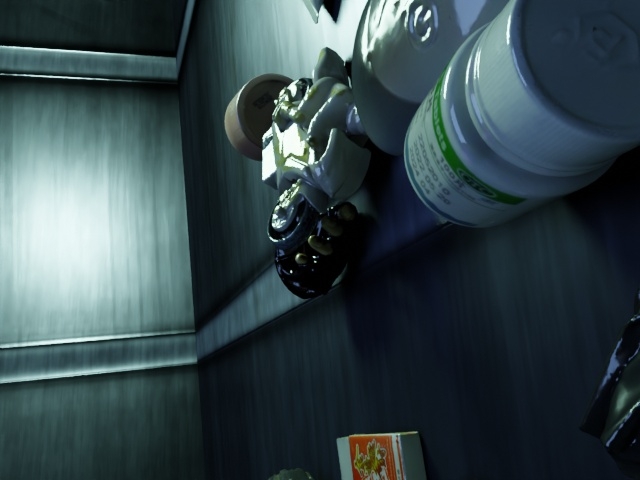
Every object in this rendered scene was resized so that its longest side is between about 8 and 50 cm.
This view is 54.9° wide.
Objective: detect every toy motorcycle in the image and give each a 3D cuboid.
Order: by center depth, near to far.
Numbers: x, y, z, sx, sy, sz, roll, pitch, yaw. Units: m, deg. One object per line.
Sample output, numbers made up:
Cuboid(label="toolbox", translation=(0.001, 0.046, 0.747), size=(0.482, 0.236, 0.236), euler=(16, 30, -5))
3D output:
Cuboid(label="toy motorcycle", translation=(-0.001, -0.156, 0.916), size=(0.223, 0.108, 0.340), euler=(-35, 42, 34))

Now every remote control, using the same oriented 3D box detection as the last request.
Cuboid(label="remote control", translation=(0.115, -0.227, 0.652), size=(0.332, 0.104, 0.221), euler=(128, 139, -63))

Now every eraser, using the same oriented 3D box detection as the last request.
Cuboid(label="eraser", translation=(0.087, 0.357, 0.879), size=(0.230, 0.038, 0.157), euler=(138, 127, -64))

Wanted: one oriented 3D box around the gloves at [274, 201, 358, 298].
Cuboid(label="gloves", translation=(0.000, 0.000, 0.975), size=(0.203, 0.124, 0.164), euler=(-28, 75, 49))

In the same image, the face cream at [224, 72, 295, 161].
Cuboid(label="face cream", translation=(-0.099, -0.230, 1.169), size=(0.104, 0.149, 0.149), euler=(174, 94, -69))

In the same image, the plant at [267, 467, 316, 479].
Cuboid(label="plant", translation=(-0.036, 0.527, 1.088), size=(0.256, 0.142, 0.164), euler=(-126, 40, -63))

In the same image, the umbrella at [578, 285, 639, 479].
Cuboid(label="umbrella", translation=(0.240, -0.011, 0.360), size=(0.118, 0.118, 0.339), euler=(-163, 81, -69))

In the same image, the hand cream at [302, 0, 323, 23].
Cuboid(label="hand cream", translation=(-0.007, -0.519, 0.989), size=(0.314, 0.089, 0.139), euler=(102, 157, -45))

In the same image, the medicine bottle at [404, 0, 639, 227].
Cuboid(label="medicine bottle", translation=(0.148, -0.092, 0.448), size=(0.237, 0.139, 0.139), euler=(113, 153, -82))
